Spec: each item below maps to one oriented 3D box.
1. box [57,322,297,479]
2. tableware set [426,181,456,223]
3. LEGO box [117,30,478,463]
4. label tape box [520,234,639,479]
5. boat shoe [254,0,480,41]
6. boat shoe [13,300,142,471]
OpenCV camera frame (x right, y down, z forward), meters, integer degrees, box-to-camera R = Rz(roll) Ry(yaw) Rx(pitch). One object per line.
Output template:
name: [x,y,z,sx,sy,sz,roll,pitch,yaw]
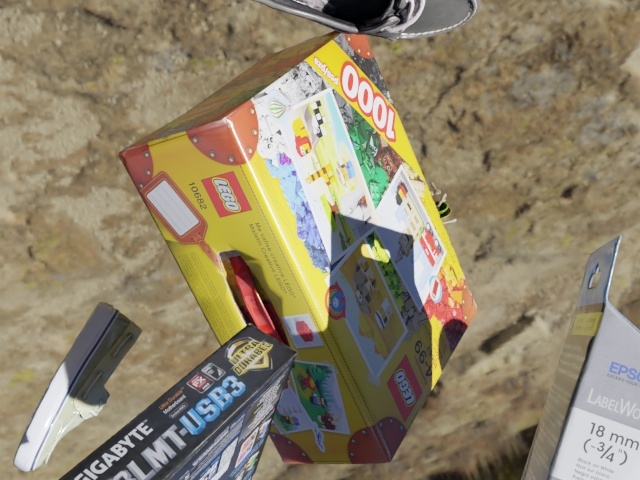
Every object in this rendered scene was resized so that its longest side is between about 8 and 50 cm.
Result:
box: [-0.153,0.267,0.852,0.295,0.073,0.293,-39,154,-53]
tableware set: [0.170,-0.067,1.551,0.104,0.154,0.024,-14,123,-3]
LEGO box: [0.000,0.000,1.248,0.193,0.500,0.372,-11,-156,36]
label tape box: [0.312,0.178,0.969,0.105,0.334,0.240,18,178,11]
boat shoe: [0.018,-0.252,0.876,0.335,0.096,0.112,11,139,-24]
boat shoe: [-0.384,0.237,1.413,0.094,0.302,0.109,30,150,-9]
